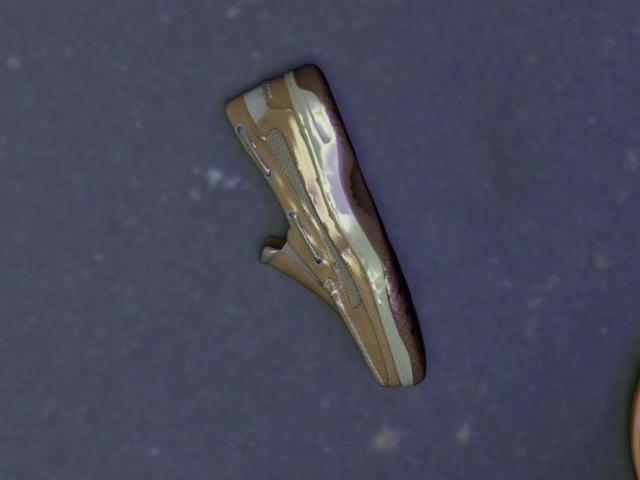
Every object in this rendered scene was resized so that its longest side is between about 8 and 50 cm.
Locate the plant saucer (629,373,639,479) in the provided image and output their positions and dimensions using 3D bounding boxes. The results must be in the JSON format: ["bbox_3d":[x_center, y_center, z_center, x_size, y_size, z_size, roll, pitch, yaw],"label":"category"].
[{"bbox_3d":[0.278,0.108,1.087,0.200,0.037,0.200,-2,99,-13],"label":"plant saucer"}]

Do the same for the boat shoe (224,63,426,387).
[{"bbox_3d":[0.000,0.000,1.004,0.072,0.068,0.190,-21,92,4],"label":"boat shoe"}]
